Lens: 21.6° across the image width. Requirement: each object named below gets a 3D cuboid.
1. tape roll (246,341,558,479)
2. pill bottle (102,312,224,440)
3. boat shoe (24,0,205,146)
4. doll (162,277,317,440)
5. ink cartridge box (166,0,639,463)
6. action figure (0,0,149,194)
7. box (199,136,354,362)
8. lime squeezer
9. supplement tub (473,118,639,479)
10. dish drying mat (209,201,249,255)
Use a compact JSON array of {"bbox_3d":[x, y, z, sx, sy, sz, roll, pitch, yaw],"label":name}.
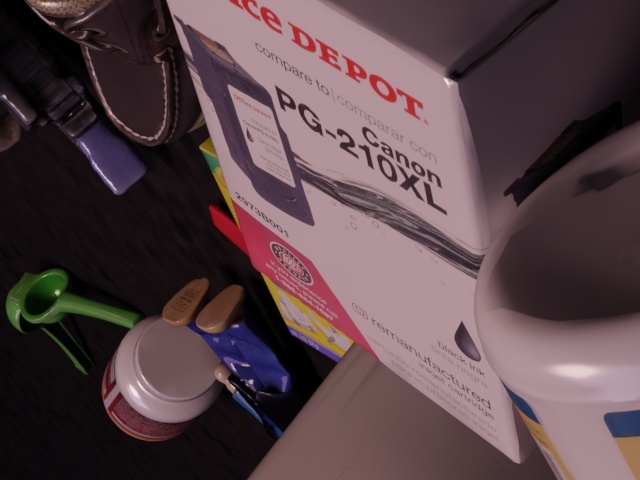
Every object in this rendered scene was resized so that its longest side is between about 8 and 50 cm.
[{"bbox_3d":[0.071,0.178,0.848,0.246,0.169,0.246,31,154,18],"label":"tape roll"},{"bbox_3d":[-0.120,0.104,1.298,0.086,0.086,0.152,49,161,2],"label":"pill bottle"},{"bbox_3d":[-0.103,-0.138,0.773,0.103,0.092,0.285,36,151,20],"label":"boat shoe"},{"bbox_3d":[-0.036,0.104,1.177,0.129,0.046,0.189,9,143,48],"label":"doll"},{"bbox_3d":[0.037,-0.048,0.659,0.172,0.100,0.237,35,156,33],"label":"ink cartridge box"},{"bbox_3d":[-0.280,-0.117,1.116,0.341,0.178,0.330,48,170,5],"label":"action figure"},{"bbox_3d":[0.000,0.000,0.918,0.105,0.043,0.179,28,150,44],"label":"box"},{"bbox_3d":[-0.239,0.073,1.543,0.110,0.059,0.310,50,160,-2],"label":"lime squeezer"},{"bbox_3d":[0.153,0.065,0.554,0.144,0.144,0.199,15,141,58],"label":"supplement tub"},{"bbox_3d":[-0.038,0.007,1.062,0.083,0.008,0.032,38,159,26],"label":"dish drying mat"}]
